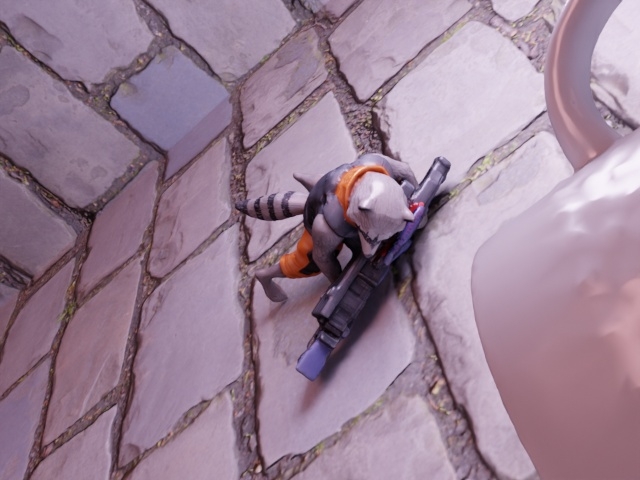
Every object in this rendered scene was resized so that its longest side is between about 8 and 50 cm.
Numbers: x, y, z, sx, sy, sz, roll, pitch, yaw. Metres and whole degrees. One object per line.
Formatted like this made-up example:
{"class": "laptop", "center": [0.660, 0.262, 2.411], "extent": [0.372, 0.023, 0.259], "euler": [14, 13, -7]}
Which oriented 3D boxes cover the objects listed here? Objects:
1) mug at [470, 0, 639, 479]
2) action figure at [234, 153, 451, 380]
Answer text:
{"class": "mug", "center": [0.261, -0.020, 0.395], "extent": [0.328, 0.276, 0.374], "euler": [-39, 67, 26]}
{"class": "action figure", "center": [0.000, 0.000, 1.080], "extent": [0.341, 0.178, 0.330], "euler": [-58, 18, -24]}
